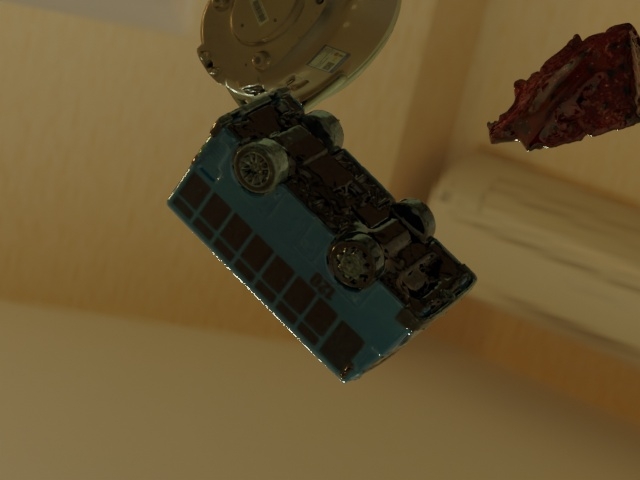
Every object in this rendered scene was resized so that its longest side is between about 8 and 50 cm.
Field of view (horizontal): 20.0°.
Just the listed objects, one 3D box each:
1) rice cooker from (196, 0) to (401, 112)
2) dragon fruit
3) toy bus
[{"bbox_3d":[-0.022,-0.204,1.659,0.127,0.206,0.145,11,-137,-59],"label":"rice cooker"},{"bbox_3d":[0.190,-0.120,1.408,0.131,0.063,0.097,-14,-159,18],"label":"dragon fruit"},{"bbox_3d":[0.000,0.000,1.170,0.184,0.106,0.090,45,-145,10],"label":"toy bus"}]
